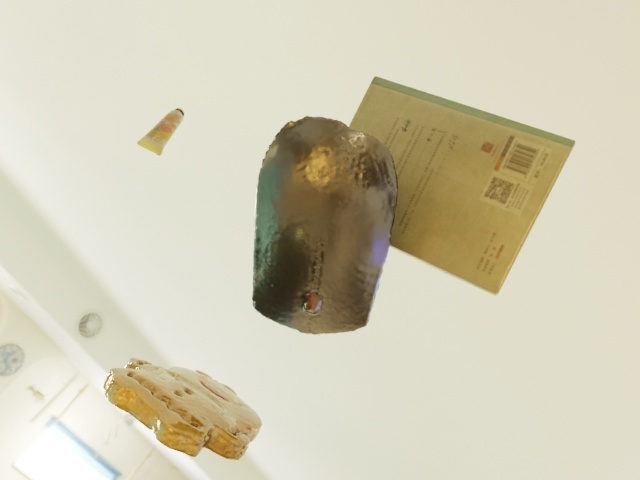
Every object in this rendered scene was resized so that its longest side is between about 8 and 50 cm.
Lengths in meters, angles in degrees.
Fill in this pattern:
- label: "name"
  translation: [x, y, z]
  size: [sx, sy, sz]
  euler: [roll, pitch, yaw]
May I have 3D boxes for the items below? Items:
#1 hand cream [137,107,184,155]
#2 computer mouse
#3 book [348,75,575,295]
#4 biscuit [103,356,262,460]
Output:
- label: "hand cream"
  translation: [-0.213, -0.152, 0.800]
  size: [0.035, 0.102, 0.022]
  euler: [28, -49, -7]
- label: "computer mouse"
  translation: [0.000, 0.001, 0.699]
  size: [0.169, 0.087, 0.295]
  euler: [7, -65, 0]
- label: "book"
  translation: [0.142, -0.080, 0.749]
  size: [0.283, 0.214, 0.025]
  euler: [28, 1, 27]
- label: "biscuit"
  translation: [-0.150, 0.197, 0.706]
  size: [0.184, 0.035, 0.249]
  euler: [30, -4, 22]
